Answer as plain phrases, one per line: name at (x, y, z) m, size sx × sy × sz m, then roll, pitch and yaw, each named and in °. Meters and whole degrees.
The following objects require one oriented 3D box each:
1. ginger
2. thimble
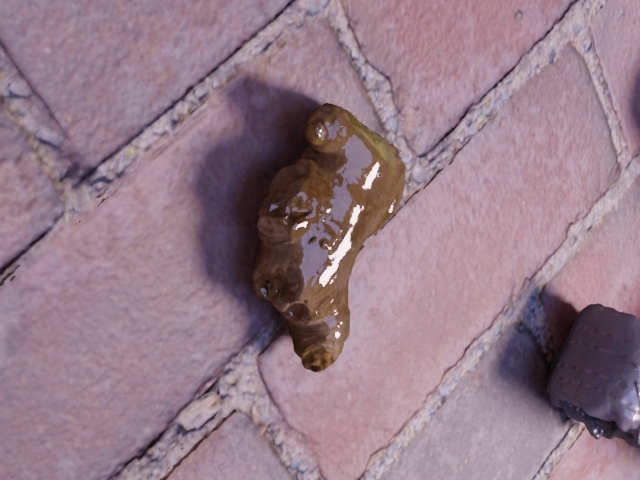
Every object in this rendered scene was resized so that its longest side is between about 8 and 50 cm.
ginger at (-0.003, -0.002, 0.866) m, size 0.137 × 0.074 × 0.213 m, roll 19°, pitch 93°, yaw -42°
thimble at (0.318, 0.150, 1.135) m, size 0.151 × 0.127 × 0.118 m, roll 37°, pitch 77°, yaw -38°
